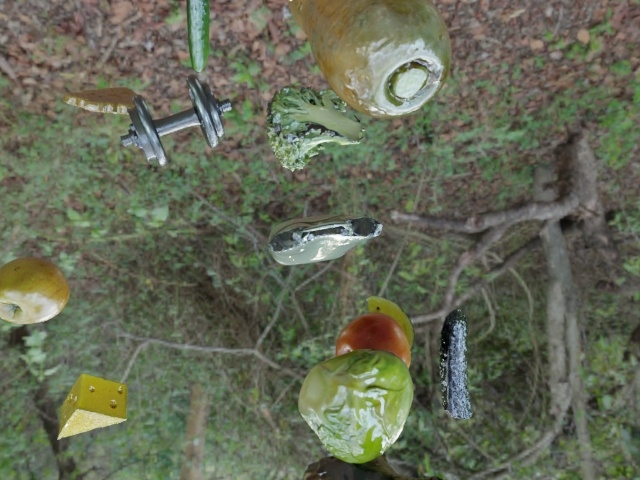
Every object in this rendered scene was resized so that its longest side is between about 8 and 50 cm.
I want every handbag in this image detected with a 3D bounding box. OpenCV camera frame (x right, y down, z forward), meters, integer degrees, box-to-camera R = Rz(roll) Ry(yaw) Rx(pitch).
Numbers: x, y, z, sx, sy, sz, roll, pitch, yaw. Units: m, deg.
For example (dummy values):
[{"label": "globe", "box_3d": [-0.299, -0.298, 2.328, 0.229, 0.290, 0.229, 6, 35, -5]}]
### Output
[{"label": "handbag", "box_3d": [0.000, 0.000, 1.417, 0.241, 0.109, 0.315, -10, -177, -11]}]

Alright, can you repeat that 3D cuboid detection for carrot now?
[{"label": "carrot", "box_3d": [0.083, -0.372, 1.154, 0.224, 0.341, 0.224, -17, 143, -13]}]

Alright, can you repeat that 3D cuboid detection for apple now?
[{"label": "apple", "box_3d": [-0.733, 0.129, 1.635, 0.182, 0.183, 0.155, -10, -155, 18]}, {"label": "apple", "box_3d": [0.108, 0.236, 1.377, 0.139, 0.163, 0.163, -18, 171, -26]}]

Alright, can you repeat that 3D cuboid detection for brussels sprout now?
[{"label": "brussels sprout", "box_3d": [0.073, 0.281, 1.149, 0.223, 0.161, 0.223, -26, 137, -28]}]

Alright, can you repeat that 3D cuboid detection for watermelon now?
[{"label": "watermelon", "box_3d": [0.172, 0.209, 1.501, 0.075, 0.182, 0.092, -32, 141, 34]}]

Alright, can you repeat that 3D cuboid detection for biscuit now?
[{"label": "biscuit", "box_3d": [-0.594, -0.395, 1.848, 0.212, 0.041, 0.239, 8, -158, 4]}]

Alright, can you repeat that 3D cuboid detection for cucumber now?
[{"label": "cucumber", "box_3d": [0.284, 0.258, 1.391, 0.067, 0.245, 0.067, -5, -169, 1]}, {"label": "cucumber", "box_3d": [-0.282, -0.518, 1.519, 0.056, 0.250, 0.056, 2, -165, -1]}]

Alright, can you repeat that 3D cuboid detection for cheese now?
[{"label": "cheese", "box_3d": [-0.558, 0.396, 1.534, 0.171, 0.093, 0.126, -33, 139, 27]}]

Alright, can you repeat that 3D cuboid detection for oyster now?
[{"label": "oyster", "box_3d": [0.084, 0.471, 1.181, 0.337, 0.198, 0.133, -1, 134, 44]}]

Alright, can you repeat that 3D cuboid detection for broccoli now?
[{"label": "broccoli", "box_3d": [-0.017, -0.276, 1.738, 0.273, 0.242, 0.180, 27, 144, 11]}]

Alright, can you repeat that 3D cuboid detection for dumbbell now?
[{"label": "dumbbell", "box_3d": [-0.361, -0.300, 1.648, 0.289, 0.192, 0.192, -21, 166, -9]}]
